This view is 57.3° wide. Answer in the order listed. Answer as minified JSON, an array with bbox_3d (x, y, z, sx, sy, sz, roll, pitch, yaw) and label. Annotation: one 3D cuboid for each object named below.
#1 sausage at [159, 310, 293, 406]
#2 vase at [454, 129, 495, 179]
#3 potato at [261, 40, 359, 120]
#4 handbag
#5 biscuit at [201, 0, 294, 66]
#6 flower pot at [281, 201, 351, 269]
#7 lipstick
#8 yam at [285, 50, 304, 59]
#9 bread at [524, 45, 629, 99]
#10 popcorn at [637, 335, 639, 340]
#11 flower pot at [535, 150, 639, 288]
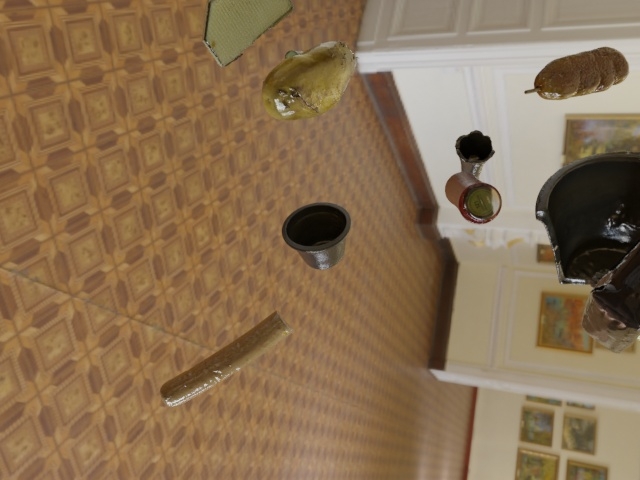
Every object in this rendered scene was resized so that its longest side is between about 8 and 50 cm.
[{"bbox_3d":[-0.196,0.248,1.210,0.066,0.301,0.066,56,-2,2],"label":"sausage"},{"bbox_3d":[0.457,-0.223,1.776,0.237,0.115,0.115,70,31,-66],"label":"vase"},{"bbox_3d":[-0.020,-0.420,1.549,0.300,0.140,0.173,-36,129,-27],"label":"potato"},{"bbox_3d":[0.447,0.035,0.790,0.223,0.080,0.247,-51,153,-2],"label":"handbag"},{"bbox_3d":[-0.198,-0.573,1.479,0.252,0.052,0.150,-43,124,-8],"label":"biscuit"},{"bbox_3d":[0.000,0.000,1.968,0.148,0.235,0.235,74,30,-43],"label":"flower pot"},{"bbox_3d":[0.298,-0.089,1.165,0.241,0.080,0.080,-67,158,-78],"label":"lipstick"},{"bbox_3d":[-0.077,-0.575,1.838,0.094,0.043,0.043,-41,132,-68],"label":"yam"},{"bbox_3d":[0.722,-0.463,1.667,0.084,0.344,0.124,145,-73,-76],"label":"bread"},{"bbox_3d":[0.898,0.162,1.623,0.237,0.251,0.206,-45,147,9],"label":"popcorn"},{"bbox_3d":[0.639,0.024,1.214,0.251,0.379,0.379,74,29,-47],"label":"flower pot"}]
